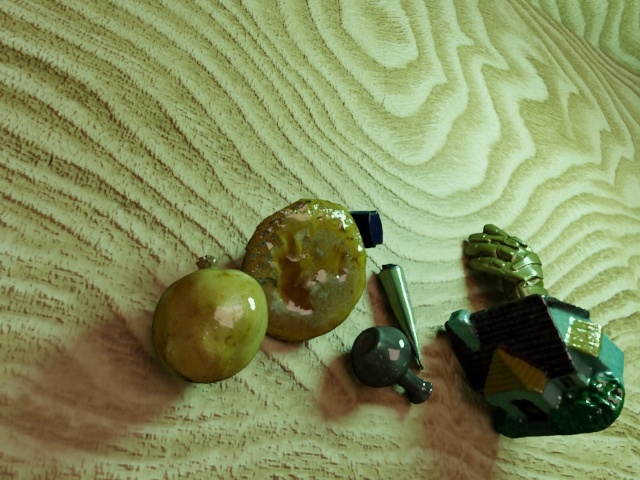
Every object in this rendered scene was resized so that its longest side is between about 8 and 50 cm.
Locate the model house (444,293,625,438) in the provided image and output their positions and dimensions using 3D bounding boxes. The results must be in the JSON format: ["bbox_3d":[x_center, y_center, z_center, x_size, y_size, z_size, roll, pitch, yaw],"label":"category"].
[{"bbox_3d":[0.408,0.227,1.006,0.249,0.280,0.230,41,51,-11],"label":"model house"}]

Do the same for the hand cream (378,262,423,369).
[{"bbox_3d":[0.178,0.153,1.048,0.055,0.086,0.235,-19,65,7],"label":"hand cream"}]

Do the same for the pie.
[{"bbox_3d":[-0.027,0.054,0.893,0.273,0.069,0.273,-3,98,-25],"label":"pie"}]

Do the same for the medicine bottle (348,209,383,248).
[{"bbox_3d":[0.000,0.000,0.986,0.258,0.124,0.079,-17,104,-37],"label":"medicine bottle"}]

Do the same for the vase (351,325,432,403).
[{"bbox_3d":[0.143,0.244,0.946,0.183,0.120,0.120,43,47,-23],"label":"vase"}]

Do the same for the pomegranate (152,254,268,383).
[{"bbox_3d":[-0.169,0.117,0.762,0.196,0.196,0.196,16,56,-25],"label":"pomegranate"}]

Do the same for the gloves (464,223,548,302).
[{"bbox_3d":[0.483,0.098,1.229,0.154,0.141,0.331,-2,65,-33],"label":"gloves"}]
